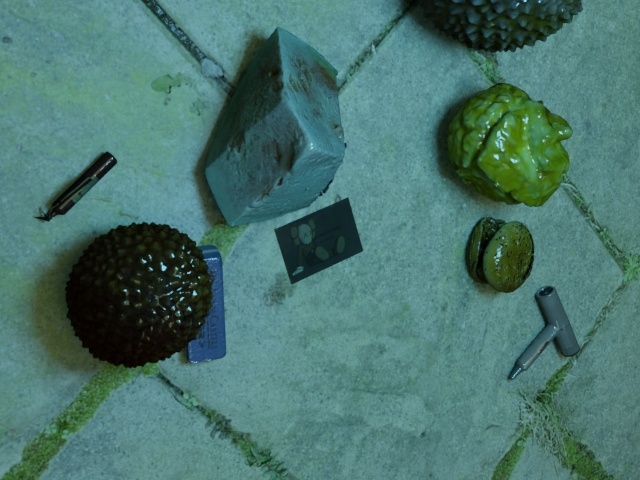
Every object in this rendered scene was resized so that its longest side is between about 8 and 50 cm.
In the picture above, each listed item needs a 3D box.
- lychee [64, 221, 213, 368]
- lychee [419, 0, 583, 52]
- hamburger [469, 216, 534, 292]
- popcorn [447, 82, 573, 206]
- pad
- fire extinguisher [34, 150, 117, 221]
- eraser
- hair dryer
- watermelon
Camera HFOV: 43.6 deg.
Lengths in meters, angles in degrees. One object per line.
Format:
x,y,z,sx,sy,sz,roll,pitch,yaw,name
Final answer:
-0.310,0.097,1.404,0.267,0.267,0.267,-4,98,-29,lychee
0.369,-0.562,1.640,0.380,0.432,0.380,-3,128,-4,lychee
0.438,0.028,1.897,0.185,0.113,0.177,-37,111,-20,hamburger
0.410,-0.213,1.770,0.282,0.282,0.247,23,97,-30,popcorn
0.000,0.000,1.708,0.190,0.004,0.127,-25,107,-25,pad
-0.431,-0.092,1.428,0.173,0.049,0.035,-48,123,-15,fire extinguisher
-0.232,0.124,1.574,0.082,0.036,0.225,-5,99,-27,eraser
0.540,0.250,2.028,0.220,0.054,0.195,-32,110,-15,hair dryer
-0.056,-0.192,1.506,0.228,0.258,0.387,19,91,-28,watermelon
